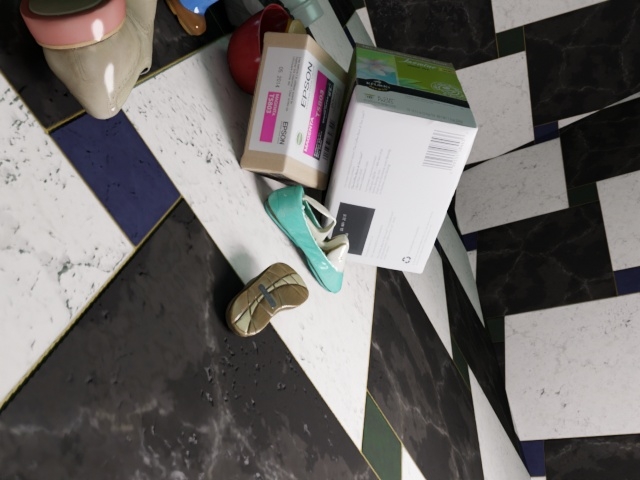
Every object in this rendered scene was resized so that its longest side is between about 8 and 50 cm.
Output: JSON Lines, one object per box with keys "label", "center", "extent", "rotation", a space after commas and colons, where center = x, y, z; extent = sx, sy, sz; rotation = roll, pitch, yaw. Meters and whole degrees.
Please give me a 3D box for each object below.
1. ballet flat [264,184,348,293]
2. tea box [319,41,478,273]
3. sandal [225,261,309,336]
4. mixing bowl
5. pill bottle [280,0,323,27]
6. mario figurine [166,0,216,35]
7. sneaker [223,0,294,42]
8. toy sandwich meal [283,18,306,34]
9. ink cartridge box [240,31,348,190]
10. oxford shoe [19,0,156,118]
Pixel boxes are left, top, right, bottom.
{"label": "ballet flat", "center": [0.000, 0.000, 1.031], "extent": [0.247, 0.087, 0.083], "rotation": [54, 22, -31]}
{"label": "tea box", "center": [0.133, -0.170, 1.155], "extent": [0.323, 0.220, 0.329], "rotation": [-87, -171, -53]}
{"label": "sandal", "center": [-0.079, 0.082, 0.801], "extent": [0.072, 0.049, 0.180], "rotation": [59, 34, -2]}
{"label": "mixing bowl", "center": [-0.112, -0.340, 1.089], "extent": [0.181, 0.098, 0.181], "rotation": [-4, 90, -66]}
{"label": "pill bottle", "center": [-0.125, -0.623, 1.303], "extent": [0.318, 0.176, 0.176], "rotation": [58, 21, -22]}
{"label": "mario figurine", "center": [-0.093, -0.452, 0.966], "extent": [0.198, 0.320, 0.170], "rotation": [68, 20, 3]}
{"label": "sneaker", "center": [-0.170, -0.498, 1.183], "extent": [0.100, 0.108, 0.271], "rotation": [-15, 65, -53]}
{"label": "toy sandwich meal", "center": [-0.051, -0.374, 1.078], "extent": [0.085, 0.029, 0.085], "rotation": [9, 90, -69]}
{"label": "ink cartridge box", "center": [-0.040, -0.219, 1.026], "extent": [0.193, 0.088, 0.234], "rotation": [9, 93, -68]}
{"label": "oxford shoe", "center": [-0.256, -0.268, 0.692], "extent": [0.348, 0.123, 0.130], "rotation": [-92, 178, -49]}
